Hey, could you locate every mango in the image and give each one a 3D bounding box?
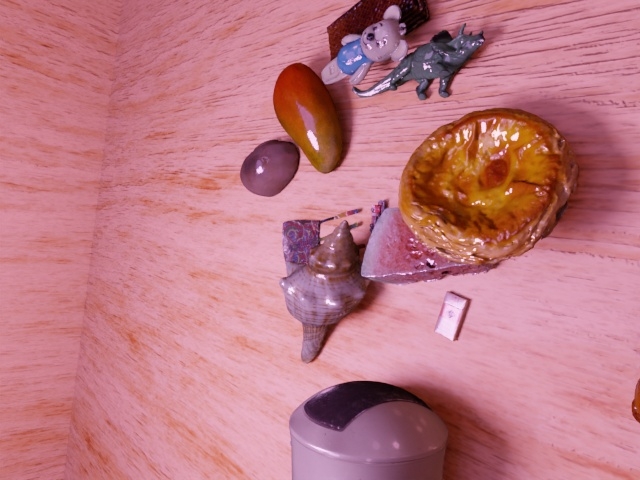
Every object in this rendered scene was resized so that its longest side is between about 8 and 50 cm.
[{"bbox_3d":[-0.027,-0.307,1.114,0.146,0.129,0.289,-44,66,30],"label":"mango"}]

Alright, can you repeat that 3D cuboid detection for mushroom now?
[{"bbox_3d":[-0.149,-0.199,1.239,0.188,0.117,0.141,-36,73,31],"label":"mushroom"}]

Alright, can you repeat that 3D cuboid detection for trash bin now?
[{"bbox_3d":[0.079,0.474,0.820,0.281,0.281,0.431,2,90,45],"label":"trash bin"}]

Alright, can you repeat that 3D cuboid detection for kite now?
[{"bbox_3d":[0.000,0.000,1.129,0.286,0.015,0.152,-16,77,45],"label":"kite"}]

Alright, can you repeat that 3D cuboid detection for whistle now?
[{"bbox_3d":[0.084,-0.397,0.975,0.236,0.077,0.113,-13,87,46],"label":"whistle"}]

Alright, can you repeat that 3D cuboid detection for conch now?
[{"bbox_3d":[-0.015,0.118,1.023,0.386,0.170,0.203,-59,42,22],"label":"conch"}]

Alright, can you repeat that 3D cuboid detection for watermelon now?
[{"bbox_3d":[0.210,0.018,0.881,0.241,0.095,0.153,5,80,43],"label":"watermelon"}]

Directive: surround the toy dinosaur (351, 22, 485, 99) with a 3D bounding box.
[{"bbox_3d":[0.197,-0.332,0.929,0.292,0.079,0.119,-26,62,39],"label":"toy dinosaur"}]

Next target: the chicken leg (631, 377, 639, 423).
[{"bbox_3d":[0.496,0.277,0.569,0.107,0.087,0.251,-48,60,52],"label":"chicken leg"}]

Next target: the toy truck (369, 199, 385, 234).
[{"bbox_3d":[0.125,-0.047,1.002,0.032,0.024,0.083,2,89,22],"label":"toy truck"}]

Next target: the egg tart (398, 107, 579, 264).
[{"bbox_3d":[0.274,-0.086,0.767,0.295,0.116,0.294,-17,57,28],"label":"egg tart"}]

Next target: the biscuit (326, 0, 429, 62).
[{"bbox_3d":[0.118,-0.481,1.025,0.252,0.070,0.106,-20,71,42],"label":"biscuit"}]

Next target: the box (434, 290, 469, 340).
[{"bbox_3d":[0.247,0.143,0.868,0.046,0.012,0.083,25,104,45],"label":"box"}]
